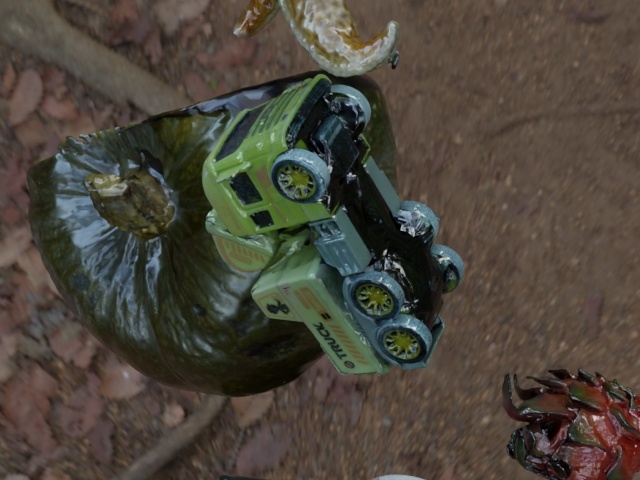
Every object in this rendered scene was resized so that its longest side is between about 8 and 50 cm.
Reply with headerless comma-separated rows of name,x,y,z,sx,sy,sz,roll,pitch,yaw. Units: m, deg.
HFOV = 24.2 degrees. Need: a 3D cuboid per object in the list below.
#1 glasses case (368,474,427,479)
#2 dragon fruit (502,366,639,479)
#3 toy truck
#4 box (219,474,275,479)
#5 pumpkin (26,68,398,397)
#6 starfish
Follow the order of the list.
glasses case,0.030,0.209,0.997,0.063,0.164,0.041,14,43,-17
dragon fruit,0.240,0.176,1.382,0.142,0.130,0.121,3,71,-5
toy truck,0.000,0.000,0.922,0.116,0.191,0.085,-15,31,34
box,0.026,0.375,1.413,0.204,0.345,0.251,3,72,15
pumpkin,-0.085,0.008,1.157,0.242,0.325,0.232,-5,80,-48
starfish,0.018,-0.237,0.915,0.094,0.375,0.327,19,63,-15
